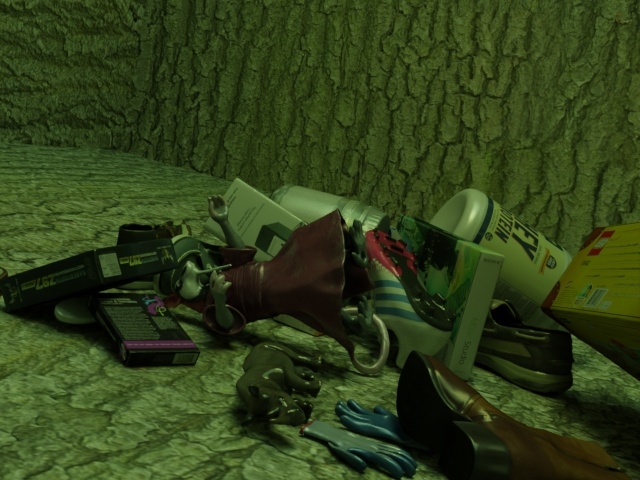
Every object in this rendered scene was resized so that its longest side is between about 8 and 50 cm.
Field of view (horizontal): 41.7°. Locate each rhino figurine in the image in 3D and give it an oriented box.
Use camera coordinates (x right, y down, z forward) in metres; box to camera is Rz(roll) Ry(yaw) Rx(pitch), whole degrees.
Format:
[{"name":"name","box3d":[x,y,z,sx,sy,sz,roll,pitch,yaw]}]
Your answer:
[{"name":"rhino figurine","box3d":[-0.057,0.195,1.101,0.106,0.073,0.243,16,10,-2]}]

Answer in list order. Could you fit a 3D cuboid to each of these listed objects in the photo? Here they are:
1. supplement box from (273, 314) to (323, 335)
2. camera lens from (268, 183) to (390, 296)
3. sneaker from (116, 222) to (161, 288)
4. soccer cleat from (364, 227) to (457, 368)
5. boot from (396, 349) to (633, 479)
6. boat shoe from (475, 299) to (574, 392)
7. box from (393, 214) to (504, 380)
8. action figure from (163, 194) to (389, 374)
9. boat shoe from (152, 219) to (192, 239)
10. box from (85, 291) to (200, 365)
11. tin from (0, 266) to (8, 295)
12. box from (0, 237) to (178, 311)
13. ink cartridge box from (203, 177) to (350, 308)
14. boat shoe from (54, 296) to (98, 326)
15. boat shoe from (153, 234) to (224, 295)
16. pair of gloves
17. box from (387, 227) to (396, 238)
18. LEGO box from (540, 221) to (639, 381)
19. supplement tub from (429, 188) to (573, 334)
[{"name":"supplement box","box3d":[-0.029,0.144,1.571,0.098,0.036,0.062,19,10,28]},{"name":"camera lens","box3d":[0.000,0.000,1.925,0.274,0.219,0.219,15,9,16]},{"name":"sneaker","box3d":[-0.311,0.029,1.636,0.083,0.118,0.222,17,10,29]},{"name":"soccer cleat","box3d":[0.127,0.101,1.523,0.116,0.143,0.331,22,22,-28]},{"name":"boot","box3d":[0.258,0.242,1.093,0.280,0.096,0.264,14,10,-23]},{"name":"boat shoe","box3d":[0.331,0.171,1.602,0.355,0.130,0.132,20,11,40]},{"name":"box","box3d":[0.208,0.096,1.575,0.058,0.232,0.322,11,8,-24]},{"name":"action figure","box3d":[-0.089,0.080,1.422,0.370,0.275,0.248,-11,39,21]},{"name":"boat shoe","box3d":[-0.340,0.008,1.874,0.095,0.095,0.257,-4,7,-14]},{"name":"box","box3d":[-0.265,0.129,1.246,0.116,0.029,0.162,5,27,-40]},{"name":"tin","box3d":[-0.560,0.067,1.322,0.106,0.040,0.189,7,10,-7]},{"name":"box","box3d":[-0.365,0.053,1.352,0.183,0.059,0.233,-16,-1,19]},{"name":"ink cartridge box","box3d":[-0.060,0.018,1.661,0.289,0.121,0.211,33,-2,11]},{"name":"boat shoe","box3d":[-0.347,0.115,1.297,0.142,0.040,0.049,-3,41,-48]},{"name":"boat shoe","box3d":[-0.217,0.057,1.612,0.099,0.116,0.319,15,3,15]},{"name":"pair of gloves","box3d":[0.069,0.251,1.082,0.159,0.023,0.198,17,9,26]},{"name":"box","box3d":[0.206,0.039,1.955,0.072,0.126,0.137,18,11,32]},{"name":"LEGO box","box3d":[0.606,0.147,1.277,0.372,0.193,0.500,35,-3,-2]},{"name":"supplement tub","box3d":[0.376,0.069,1.756,0.325,0.235,0.235,33,6,-10]}]
